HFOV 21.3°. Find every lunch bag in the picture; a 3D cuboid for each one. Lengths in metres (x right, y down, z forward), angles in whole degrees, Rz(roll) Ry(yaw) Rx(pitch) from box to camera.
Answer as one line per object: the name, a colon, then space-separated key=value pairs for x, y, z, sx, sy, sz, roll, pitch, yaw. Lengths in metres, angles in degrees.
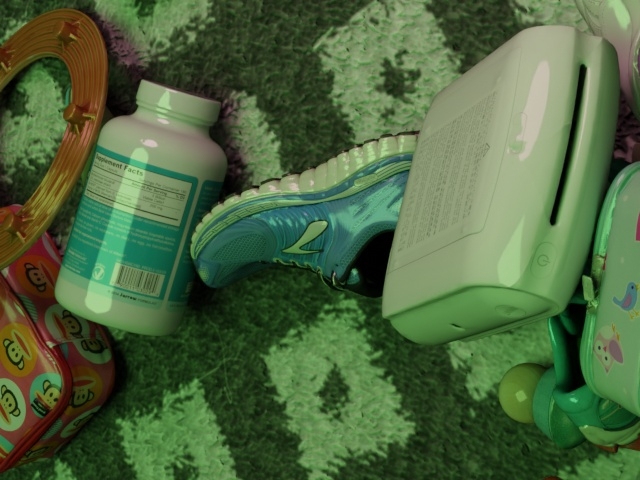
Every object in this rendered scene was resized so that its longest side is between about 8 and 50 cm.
lunch bag: x=0.346 y=0.044 z=1.421 sx=0.108 sy=0.279 sz=0.224 roll=35 pitch=123 yaw=57
lunch bag: x=-0.396 y=0.128 z=2.079 sx=0.258 sy=0.120 sz=0.293 roll=-46 pitch=68 yaw=35

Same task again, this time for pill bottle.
pill bottle: x=-0.189 y=-0.038 z=1.865 sx=0.146 sy=0.146 sz=0.264 roll=21 pitch=96 yaw=32

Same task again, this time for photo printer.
photo printer: x=0.162 y=-0.045 z=1.511 sx=0.307 sy=0.107 sz=0.256 roll=147 pitch=139 yaw=-72

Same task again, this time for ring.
ring: x=-0.359 y=-0.117 z=1.960 sx=0.337 sy=0.032 sz=0.336 roll=-27 pitch=49 yaw=37

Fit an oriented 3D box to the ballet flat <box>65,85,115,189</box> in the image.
ballet flat: x=-0.240 y=-0.063 z=1.964 sx=0.086 sy=0.086 sz=0.248 roll=1 pitch=99 yaw=36

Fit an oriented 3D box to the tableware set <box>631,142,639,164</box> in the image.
tableware set: x=0.338 y=0.011 z=1.570 sx=0.128 sy=0.039 sz=0.194 roll=16 pitch=105 yaw=38

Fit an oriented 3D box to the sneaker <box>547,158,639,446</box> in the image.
sneaker: x=0.254 y=0.043 z=1.511 sx=0.107 sy=0.110 sz=0.275 roll=-15 pitch=58 yaw=36

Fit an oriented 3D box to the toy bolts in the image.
toy bolts: x=0.209 y=0.220 z=1.611 sx=0.158 sy=0.218 sz=0.228 roll=11 pitch=85 yaw=41

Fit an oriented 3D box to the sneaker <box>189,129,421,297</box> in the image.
sneaker: x=0.000 y=0.000 z=1.759 sx=0.330 sy=0.130 sz=0.147 roll=-21 pitch=82 yaw=36

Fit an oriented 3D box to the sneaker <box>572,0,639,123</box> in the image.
sneaker: x=0.295 y=-0.208 z=1.530 sx=0.114 sy=0.152 sz=0.305 roll=-22 pitch=91 yaw=-2
